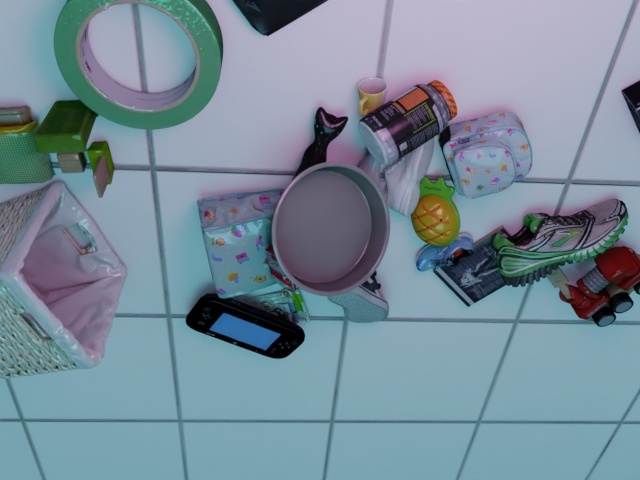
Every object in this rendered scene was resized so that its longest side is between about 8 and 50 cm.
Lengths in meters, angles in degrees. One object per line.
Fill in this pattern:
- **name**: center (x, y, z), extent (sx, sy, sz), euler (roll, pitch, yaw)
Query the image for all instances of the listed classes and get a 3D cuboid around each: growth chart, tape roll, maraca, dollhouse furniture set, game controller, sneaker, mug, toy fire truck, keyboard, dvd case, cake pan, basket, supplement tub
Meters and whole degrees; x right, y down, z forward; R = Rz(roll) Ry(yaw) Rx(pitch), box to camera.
- **growth chart**: center (-0.145, 0.208, 1.907), extent (0.237, 0.021, 0.172), euler (-16, 129, 13)
- **tape roll**: center (-0.356, -0.377, 1.357), extent (0.322, 0.077, 0.321), euler (-2, 132, -2)
- **maraca**: center (0.276, -0.069, 1.645), extent (0.127, 0.099, 0.185), euler (7, 120, 28)
- **dollhouse furniture set**: center (-0.623, -0.177, 1.464), extent (0.302, 0.151, 0.197), euler (-3, 131, -1)
- **game controller**: center (-0.206, 0.241, 1.878), extent (0.319, 0.067, 0.166), euler (24, 127, -19)
- **sneaker**: center (0.101, 0.126, 1.797), extent (0.126, 0.127, 0.321), euler (-12, 155, 14)
- **sneaker**: center (0.592, -0.016, 1.684), extent (0.344, 0.134, 0.146), euler (-27, 107, 5)
- **mug**: center (0.104, -0.303, 1.457), extent (0.078, 0.062, 0.064), euler (-22, 142, -16)
- **toy fire truck**: center (0.708, 0.091, 1.792), extent (0.246, 0.158, 0.217), euler (17, 129, -30)
- **keyboard**: center (-0.036, -0.532, 1.274), extent (0.317, 0.033, 0.201), euler (-26, 133, 17)
- **dvd case**: center (0.437, 0.073, 1.816), extent (0.221, 0.018, 0.164), euler (-36, 116, 24)
- **cake pan**: center (0.018, -0.026, 1.489), extent (0.293, 0.054, 0.293), euler (-4, 99, -28)
- **sneaker**: center (0.320, 0.040, 1.755), extent (0.162, 0.073, 0.063), euler (-28, 127, 19)
- **sneaker**: center (0.194, -0.163, 1.582), extent (0.094, 0.080, 0.212), euler (29, 119, 25)
- **basket**: center (-0.671, 0.105, 1.589), extent (0.267, 0.331, 0.328), euler (-15, 129, 12)
- **supplement tub**: center (0.186, -0.252, 1.441), extent (0.190, 0.117, 0.117), euler (-32, 129, -7)

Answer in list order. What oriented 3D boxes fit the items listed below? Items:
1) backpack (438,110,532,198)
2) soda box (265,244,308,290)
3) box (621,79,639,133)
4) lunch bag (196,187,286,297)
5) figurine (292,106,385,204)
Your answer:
- **backpack**: center (0.375, -0.192, 1.518), extent (0.189, 0.144, 0.165), euler (-19, 123, 9)
- **soda box**: center (0.000, 0.000, 1.597), extent (0.263, 0.092, 0.083), euler (-35, 137, -28)
- **box**: center (0.769, -0.290, 1.485), extent (0.156, 0.093, 0.158), euler (-29, 125, 20)
- **lunch bag**: center (-0.146, -0.002, 1.642), extent (0.263, 0.160, 0.223), euler (-11, 127, -9)
- **figurine**: center (0.064, -0.188, 1.543), extent (0.215, 0.092, 0.209), euler (10, 125, -13)
